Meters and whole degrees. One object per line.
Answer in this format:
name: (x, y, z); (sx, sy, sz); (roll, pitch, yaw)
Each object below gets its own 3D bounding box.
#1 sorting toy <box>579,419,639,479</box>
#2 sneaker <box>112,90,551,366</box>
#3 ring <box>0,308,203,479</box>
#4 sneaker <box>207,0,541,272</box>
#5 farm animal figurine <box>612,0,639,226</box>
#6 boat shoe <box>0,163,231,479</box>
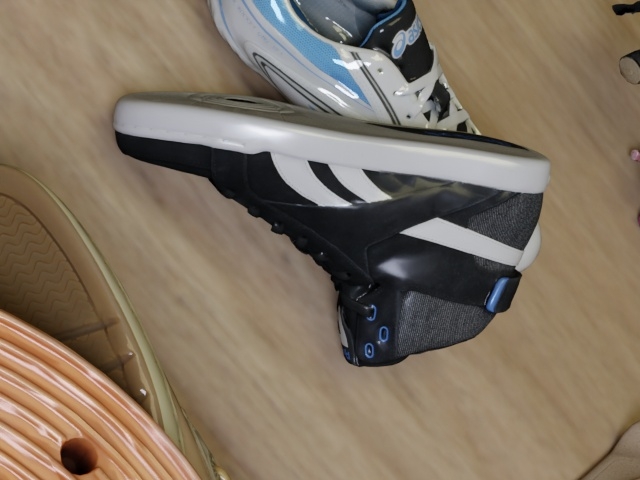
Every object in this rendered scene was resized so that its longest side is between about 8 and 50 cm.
sorting toy: (0.188, 0.171, 0.850); (0.208, 0.193, 0.038); (-35, 124, -42)
sneaker: (0.000, 0.000, 0.836); (0.217, 0.079, 0.121); (9, 101, -10)
ring: (-0.164, 0.166, 0.534); (0.337, 0.032, 0.336); (10, 64, -22)
sneaker: (0.039, -0.070, 0.896); (0.237, 0.086, 0.085); (46, 46, -15)
farm animal figurine: (0.359, -0.027, 0.989); (0.172, 0.327, 0.330); (-39, 114, -31)
boat shoe: (-0.085, 0.134, 0.690); (0.110, 0.122, 0.341); (6, 63, -79)
